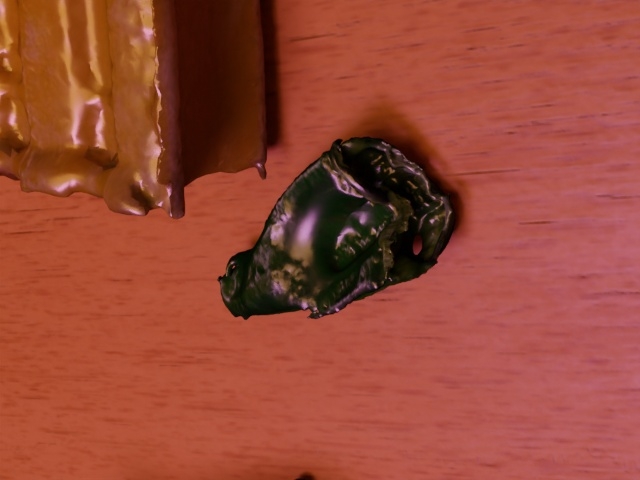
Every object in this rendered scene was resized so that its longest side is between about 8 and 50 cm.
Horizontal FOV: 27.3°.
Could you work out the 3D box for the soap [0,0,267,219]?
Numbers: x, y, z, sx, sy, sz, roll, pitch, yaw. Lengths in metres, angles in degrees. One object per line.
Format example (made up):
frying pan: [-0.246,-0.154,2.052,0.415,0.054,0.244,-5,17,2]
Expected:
soap: [-0.192,-0.204,0.942,0.293,0.156,0.335,9,112,34]

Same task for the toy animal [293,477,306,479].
toy animal: [-0.109,0.271,1.057,0.255,0.170,0.090,-20,102,20]

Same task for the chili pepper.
chili pepper: [-0.001,0.000,0.949,0.216,0.062,0.108,-27,85,38]
